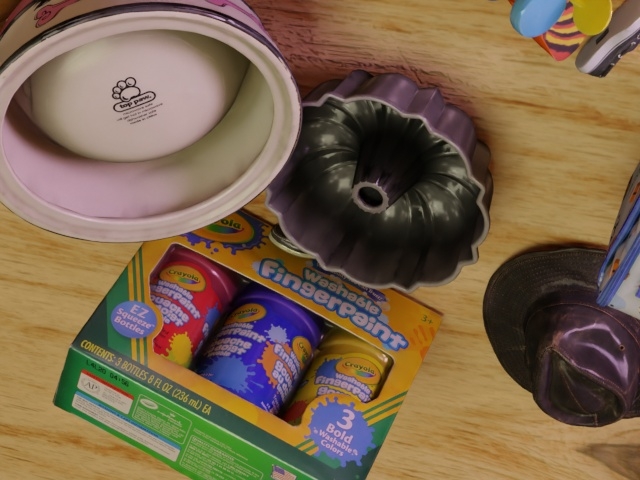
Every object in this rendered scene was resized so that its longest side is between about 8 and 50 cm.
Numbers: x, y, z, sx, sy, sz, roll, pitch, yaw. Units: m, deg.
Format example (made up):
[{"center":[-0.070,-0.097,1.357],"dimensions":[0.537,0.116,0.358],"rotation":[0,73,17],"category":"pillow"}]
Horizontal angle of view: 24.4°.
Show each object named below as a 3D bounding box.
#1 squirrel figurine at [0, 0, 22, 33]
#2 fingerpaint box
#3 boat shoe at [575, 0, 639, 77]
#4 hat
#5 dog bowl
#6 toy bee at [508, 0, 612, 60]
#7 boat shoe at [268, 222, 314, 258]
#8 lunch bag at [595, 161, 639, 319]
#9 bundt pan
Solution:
[{"center":[-0.359,-0.390,1.922],"dimensions":[0.370,0.281,0.397],"rotation":[-11,137,22],"category":"squirrel figurine"},{"center":[-0.097,0.171,2.155],"dimensions":[0.445,0.371,0.163],"rotation":[28,138,3],"category":"fingerpaint box"},{"center":[0.363,-0.246,1.781],"dimensions":[0.040,0.049,0.142],"rotation":[23,140,-20],"category":"boat shoe"},{"center":[0.360,0.170,2.086],"dimensions":[0.331,0.134,0.331],"rotation":[15,134,16],"category":"hat"},{"center":[-0.234,-0.182,1.860],"dimensions":[0.408,0.150,0.408],"rotation":[-9,141,-7],"category":"dog bowl"},{"center":[0.257,-0.310,1.668],"dimensions":[0.195,0.298,0.162],"rotation":[46,104,12],"category":"toy bee"},{"center":[0.000,0.000,2.185],"dimensions":[0.152,0.056,0.049],"rotation":[17,130,0],"category":"boat shoe"},{"center":[0.431,-0.054,1.770],"dimensions":[0.115,0.243,0.303],"rotation":[24,136,6],"category":"lunch bag"},{"center":[0.087,-0.092,2.003],"dimensions":[0.331,0.124,0.331],"rotation":[14,133,16],"category":"bundt pan"}]
